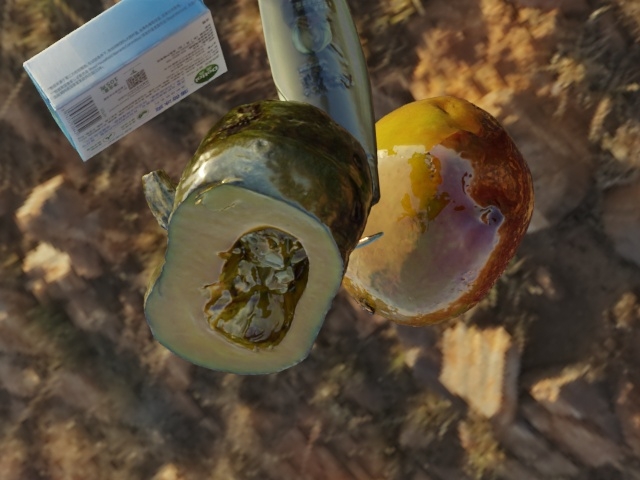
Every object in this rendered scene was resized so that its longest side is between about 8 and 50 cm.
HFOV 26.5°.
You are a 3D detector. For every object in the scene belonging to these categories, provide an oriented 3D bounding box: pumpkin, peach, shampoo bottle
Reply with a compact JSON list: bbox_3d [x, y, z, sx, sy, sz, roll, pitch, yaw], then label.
[{"bbox_3d":[-0.084,0.001,1.369,0.222,0.139,0.317,20,138,-5],"label":"pumpkin"},{"bbox_3d":[0.167,-0.048,2.093,0.290,0.372,0.372,34,135,-8],"label":"peach"},{"bbox_3d":[0.005,-0.203,1.800,0.125,0.084,0.350,-16,76,9],"label":"shampoo bottle"}]

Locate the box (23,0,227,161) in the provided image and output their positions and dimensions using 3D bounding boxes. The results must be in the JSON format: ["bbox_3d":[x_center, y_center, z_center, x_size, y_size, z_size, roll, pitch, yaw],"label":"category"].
[{"bbox_3d":[-0.206,-0.188,1.469,0.073,0.194,0.139,53,171,18],"label":"box"}]

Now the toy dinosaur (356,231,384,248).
[{"bbox_3d":[-0.002,0.000,1.826,0.187,0.044,0.106,-44,66,38],"label":"toy dinosaur"}]
